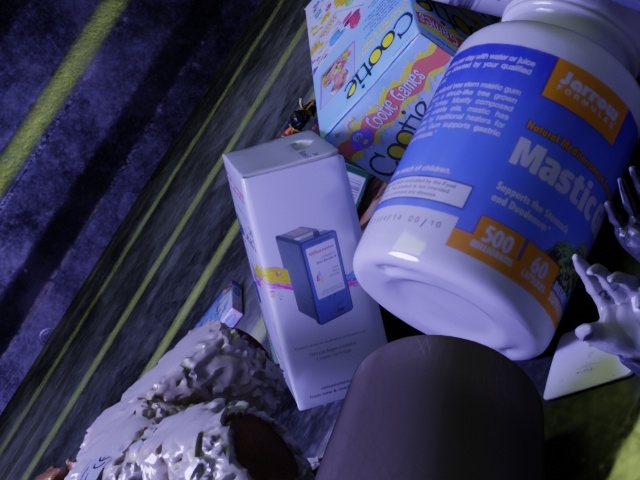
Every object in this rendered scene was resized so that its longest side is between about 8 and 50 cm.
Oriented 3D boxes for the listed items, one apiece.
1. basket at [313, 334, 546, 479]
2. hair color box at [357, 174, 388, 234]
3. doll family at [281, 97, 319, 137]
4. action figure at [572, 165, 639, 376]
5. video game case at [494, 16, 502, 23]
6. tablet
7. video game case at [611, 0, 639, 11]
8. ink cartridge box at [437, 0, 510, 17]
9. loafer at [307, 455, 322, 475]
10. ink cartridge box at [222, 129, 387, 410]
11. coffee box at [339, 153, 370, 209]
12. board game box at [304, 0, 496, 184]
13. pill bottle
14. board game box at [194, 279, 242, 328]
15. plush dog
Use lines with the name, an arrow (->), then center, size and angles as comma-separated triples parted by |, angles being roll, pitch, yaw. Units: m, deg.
basket -> 0.056, 0.177, 0.669 | 0.204, 0.154, 0.227 | -53, 12, 39
hair color box -> 0.075, -0.049, 1.202 | 0.072, 0.043, 0.141 | -44, 21, 36
doll family -> -0.024, -0.144, 1.595 | 0.193, 0.076, 0.111 | -61, -3, 1
action figure -> 0.205, 0.021, 0.552 | 0.164, 0.141, 0.275 | -38, 20, 17
video game case -> 0.134, -0.220, 1.372 | 0.329, 0.036, 0.300 | -46, 20, 30
tablet -> 0.179, 0.073, 0.754 | 0.083, 0.006, 0.054 | -31, 29, 54
video game case -> 0.218, -0.314, 0.843 | 0.274, 0.196, 0.026 | -58, -24, -8
ink cartridge box -> 0.132, -0.330, 1.009 | 0.129, 0.308, 0.223 | -80, 4, -50
loafer -> -0.004, 0.204, 0.961 | 0.045, 0.039, 0.125 | -57, 17, 1
ink cartridge box -> -0.014, 0.021, 1.025 | 0.093, 0.212, 0.154 | -14, 15, -9
coffee box -> 0.000, 0.000, 1.225 | 0.113, 0.040, 0.184 | -101, 32, -79
board game box -> 0.088, -0.183, 1.151 | 0.144, 0.142, 0.275 | -46, 27, 27
pill bottle -> 0.145, -0.063, 0.846 | 0.272, 0.152, 0.152 | -62, 18, -18
board game box -> -0.137, 0.108, 1.544 | 0.090, 0.020, 0.090 | -52, 19, 15
plush dog -> -0.079, 0.217, 0.839 | 0.211, 0.225, 0.262 | -33, 17, 1
